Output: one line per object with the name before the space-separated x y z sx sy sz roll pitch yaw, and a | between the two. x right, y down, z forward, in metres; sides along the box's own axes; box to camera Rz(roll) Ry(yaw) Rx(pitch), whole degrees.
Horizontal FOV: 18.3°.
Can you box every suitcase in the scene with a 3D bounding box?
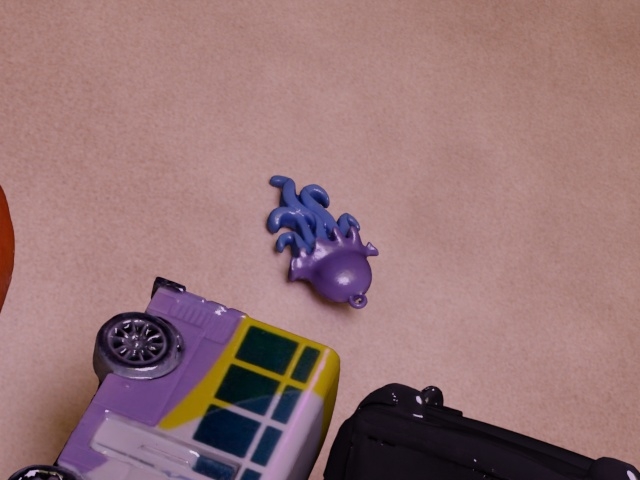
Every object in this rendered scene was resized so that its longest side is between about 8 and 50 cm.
suitcase | 0.155 0.332 1.879 0.345 0.339 0.188 17 5 28

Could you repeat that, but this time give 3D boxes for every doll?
doll | 0.000 0.000 2.248 0.110 0.067 0.206 -18 56 -20

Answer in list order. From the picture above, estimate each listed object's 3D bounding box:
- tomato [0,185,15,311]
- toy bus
tomato | -0.423 0.016 1.938 0.259 0.180 0.260 13 51 -17
toy bus | -0.151 0.273 1.837 0.249 0.209 0.440 21 44 7
